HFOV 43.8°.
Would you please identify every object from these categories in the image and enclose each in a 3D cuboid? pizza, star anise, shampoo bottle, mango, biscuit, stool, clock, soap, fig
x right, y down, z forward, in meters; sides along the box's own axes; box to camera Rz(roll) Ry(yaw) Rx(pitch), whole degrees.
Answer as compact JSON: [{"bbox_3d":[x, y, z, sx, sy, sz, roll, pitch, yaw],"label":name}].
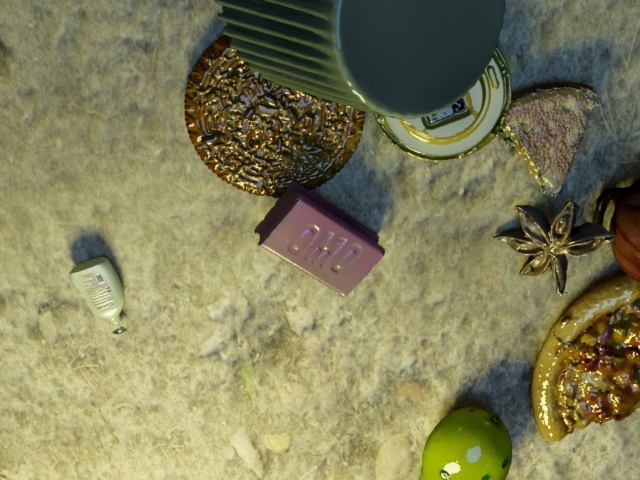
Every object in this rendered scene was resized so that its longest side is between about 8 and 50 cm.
[{"bbox_3d":[0.385,-0.170,1.354,0.185,0.052,0.195,-8,108,4],"label":"pizza"},{"bbox_3d":[0.404,-0.004,1.408,0.172,0.063,0.208,29,140,7],"label":"star anise"},{"bbox_3d":[-0.384,0.106,1.429,0.077,0.045,0.151,-21,112,3],"label":"shampoo bottle"},{"bbox_3d":[0.279,0.457,1.590,0.175,0.143,0.293,14,122,-9],"label":"mango"},{"bbox_3d":[-0.075,-0.209,1.313,0.306,0.038,0.305,-2,114,-4],"label":"biscuit"},{"bbox_3d":[0.555,0.235,1.528,0.278,0.114,0.408,28,112,-10],"label":"pizza"},{"bbox_3d":[0.052,-0.322,1.067,0.297,0.330,0.297,-11,115,-24],"label":"stool"},{"bbox_3d":[0.194,-0.236,1.290,0.237,0.057,0.236,2,109,5],"label":"clock"},{"bbox_3d":[0.000,0.000,1.381,0.203,0.065,0.122,32,109,-27],"label":"soap"},{"bbox_3d":[0.595,-0.033,1.351,0.235,0.235,0.214,-29,70,9],"label":"fig"}]
